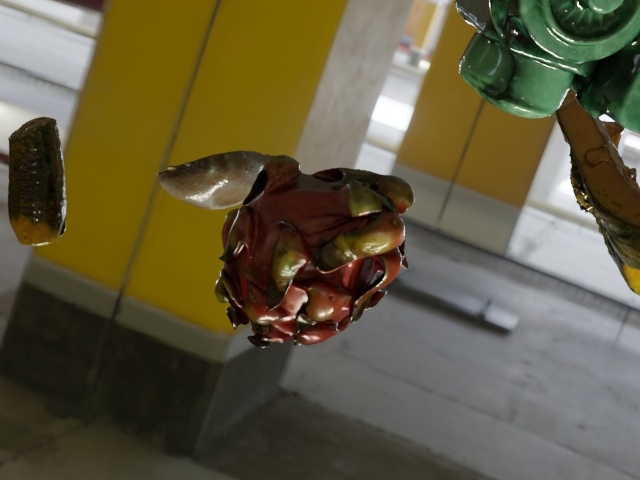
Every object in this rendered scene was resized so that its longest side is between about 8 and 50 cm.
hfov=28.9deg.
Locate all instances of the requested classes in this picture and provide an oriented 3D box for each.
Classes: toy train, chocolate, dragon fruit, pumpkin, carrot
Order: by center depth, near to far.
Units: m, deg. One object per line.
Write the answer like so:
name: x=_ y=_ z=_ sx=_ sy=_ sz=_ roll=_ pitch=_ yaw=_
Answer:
toy train: x=0.208 y=-0.208 z=0.759 sx=0.238 sy=0.299 sz=0.167 roll=15 pitch=-159 yaw=-24
pumpkin: x=0.329 y=-0.063 z=1.381 sx=0.258 sy=0.095 sz=0.290 roll=69 pitch=-170 yaw=19
dragon fruit: x=0.000 y=0.017 z=1.561 sx=0.227 sy=0.243 sz=0.307 roll=-16 pitch=-158 yaw=-36
carrot: x=-0.390 y=-0.080 z=1.704 sx=0.082 sy=0.173 sz=0.082 roll=-4 pitch=-170 yaw=1
chocolate: x=-0.163 y=-0.097 z=2.158 sx=0.161 sy=0.083 sz=0.261 roll=-16 pitch=176 yaw=23
